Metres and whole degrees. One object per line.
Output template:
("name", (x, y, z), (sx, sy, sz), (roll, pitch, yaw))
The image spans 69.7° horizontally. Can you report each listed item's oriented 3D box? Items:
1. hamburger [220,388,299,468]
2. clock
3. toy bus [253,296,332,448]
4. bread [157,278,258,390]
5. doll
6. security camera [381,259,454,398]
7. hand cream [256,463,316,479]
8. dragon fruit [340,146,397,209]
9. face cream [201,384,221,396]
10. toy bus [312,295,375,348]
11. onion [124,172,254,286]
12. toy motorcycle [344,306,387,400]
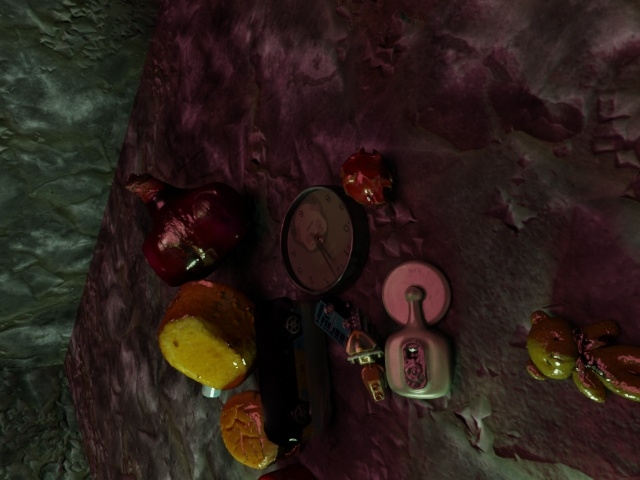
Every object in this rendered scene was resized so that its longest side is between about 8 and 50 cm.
("hamburger", (-0.179, 0.557, 1.378), (0.244, 0.162, 0.245), (-8, 79, 46))
("clock", (0.001, -0.001, 1.299), (0.318, 0.066, 0.319), (-5, 84, 46))
("toy bus", (-0.067, 0.354, 1.270), (0.171, 0.162, 0.387), (-19, 73, 47))
("bread", (-0.346, 0.304, 1.464), (0.358, 0.204, 0.337), (39, 119, -4))
("doll", (0.450, 0.197, 0.772), (0.209, 0.097, 0.137), (8, 87, 42))
("security camera", (0.211, 0.192, 1.017), (0.157, 0.080, 0.302), (-6, 82, 24))
("hand cream", (-0.097, 0.748, 1.302), (0.193, 0.125, 0.193), (-6, 82, 50))
("dragon fruit", (0.113, -0.153, 1.139), (0.136, 0.133, 0.166), (-40, 57, 30))
("face cream", (-0.378, 0.448, 1.670), (0.075, 0.075, 0.230), (22, 103, 46))
("toy bus", (0.056, 0.217, 1.211), (0.160, 0.079, 0.092), (34, 113, 42))
("onion", (-0.461, -0.082, 1.549), (0.420, 0.398, 0.398), (49, 129, -3))
("toy motorcycle", (0.106, 0.275, 1.072), (0.093, 0.130, 0.229), (-16, 107, 7))
